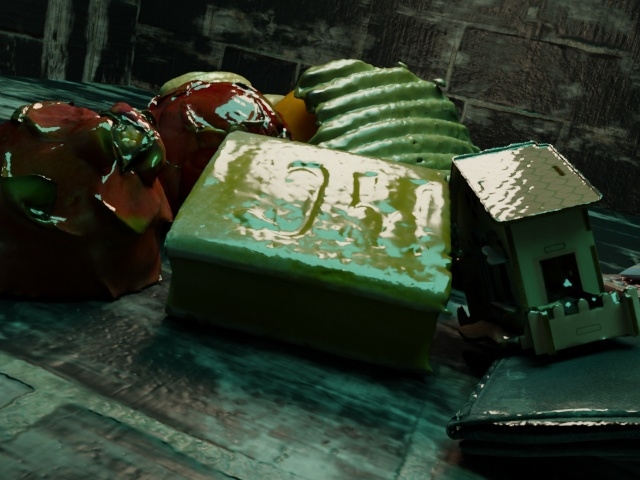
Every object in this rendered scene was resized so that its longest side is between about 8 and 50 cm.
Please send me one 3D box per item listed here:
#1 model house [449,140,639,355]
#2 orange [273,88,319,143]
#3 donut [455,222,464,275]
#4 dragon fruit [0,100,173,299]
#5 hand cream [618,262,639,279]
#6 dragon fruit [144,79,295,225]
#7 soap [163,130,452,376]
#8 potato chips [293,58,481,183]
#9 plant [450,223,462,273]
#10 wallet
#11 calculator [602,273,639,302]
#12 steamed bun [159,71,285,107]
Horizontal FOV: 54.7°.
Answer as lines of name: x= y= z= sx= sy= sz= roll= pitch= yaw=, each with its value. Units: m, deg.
model house: x=0.247 y=-0.001 z=0.804 sx=0.169 sy=0.244 sz=0.326 roll=-11 pitch=2 yaw=2
orange: x=0.010 y=-0.187 z=1.354 sx=0.312 sy=0.312 sz=0.312 roll=12 pitch=15 yaw=-3
donut: x=0.292 y=0.004 z=1.139 sx=0.112 sy=0.151 sz=0.295 roll=40 pitch=-21 yaw=-12
dragon fruit: x=-0.334 y=-0.073 z=0.798 sx=0.305 sy=0.226 sz=0.305 roll=12 pitch=18 yaw=-4
hand cream: x=0.715 y=0.067 z=1.357 sx=0.065 sy=0.043 sz=0.170 roll=-2 pitch=4 yaw=43
dragon fruit: x=-0.190 y=-0.148 z=1.088 sx=0.342 sy=0.277 sz=0.277 roll=-3 pitch=10 yaw=19
soap: x=0.000 y=0.000 z=0.810 sx=0.335 sy=0.156 sz=0.293 roll=12 pitch=41 yaw=5
potato chips: x=0.146 y=-0.202 z=1.171 sx=0.389 sy=0.097 sz=0.373 roll=7 pitch=47 yaw=-12
plant: x=0.108 y=-0.003 z=1.037 sx=0.256 sy=0.164 sz=0.142 roll=7 pitch=7 yaw=32
wallet: x=0.296 y=0.150 z=0.660 sx=0.237 sy=0.075 sz=0.342 roll=-14 pitch=1 yaw=29
calculator: x=0.723 y=0.128 z=1.279 sx=0.220 sy=0.048 sz=0.329 roll=-1 pitch=18 yaw=-39
steamed bun: x=-0.235 y=-0.291 z=1.542 sx=0.372 sy=0.230 sz=0.325 roll=-3 pitch=-9 yaw=18
